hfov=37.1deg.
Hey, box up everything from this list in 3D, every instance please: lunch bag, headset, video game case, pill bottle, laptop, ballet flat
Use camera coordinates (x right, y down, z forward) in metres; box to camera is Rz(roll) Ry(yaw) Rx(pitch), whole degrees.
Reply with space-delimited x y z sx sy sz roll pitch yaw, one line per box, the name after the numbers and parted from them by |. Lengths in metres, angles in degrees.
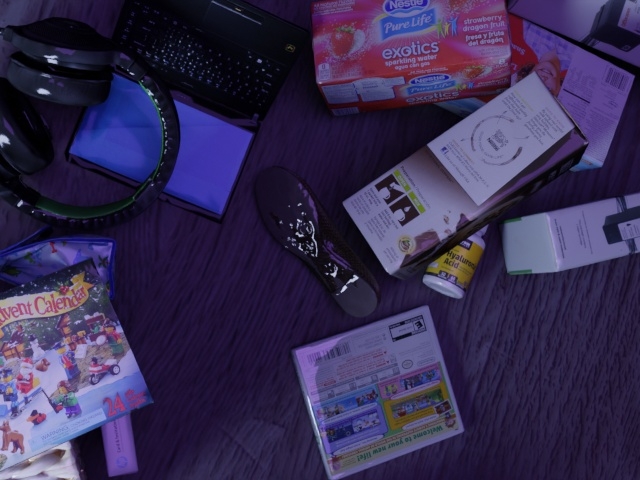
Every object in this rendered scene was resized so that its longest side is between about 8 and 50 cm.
-0.335 0.032 1.198 0.151 0.129 0.096 1 86 -13 | lunch bag
-0.358 -0.187 1.195 0.394 0.185 0.243 39 103 -19 | headset
0.083 0.214 1.356 0.212 0.023 0.193 -17 91 -16 | video game case
0.198 0.019 1.376 0.065 0.065 0.116 27 80 -12 | pill bottle
-0.178 -0.190 1.249 0.234 0.264 0.136 22 45 -14 | laptop
0.000 0.000 1.334 0.084 0.058 0.250 -39 92 22 | ballet flat

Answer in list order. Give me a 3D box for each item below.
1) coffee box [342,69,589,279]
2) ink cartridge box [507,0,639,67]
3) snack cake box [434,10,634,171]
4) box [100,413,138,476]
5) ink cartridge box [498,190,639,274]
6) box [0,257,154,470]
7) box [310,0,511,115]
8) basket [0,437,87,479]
0.193 -0.078 1.269 0.297 0.168 0.118 -35 79 7 | coffee box
0.440 -0.391 1.394 0.308 0.129 0.223 19 57 -13 | ink cartridge box
0.311 -0.223 1.409 0.264 0.089 0.152 24 83 -12 | snack cake box
-0.257 0.202 1.180 0.038 0.186 0.145 -8 90 -15 | box
0.389 -0.013 1.385 0.209 0.153 0.086 -11 89 -16 | ink cartridge box
-0.302 0.134 0.931 0.233 0.044 0.159 -23 86 -18 | box
0.124 -0.259 1.284 0.257 0.128 0.122 -7 76 10 | box
-0.422 0.276 1.067 0.328 0.331 0.266 -12 84 -16 | basket
